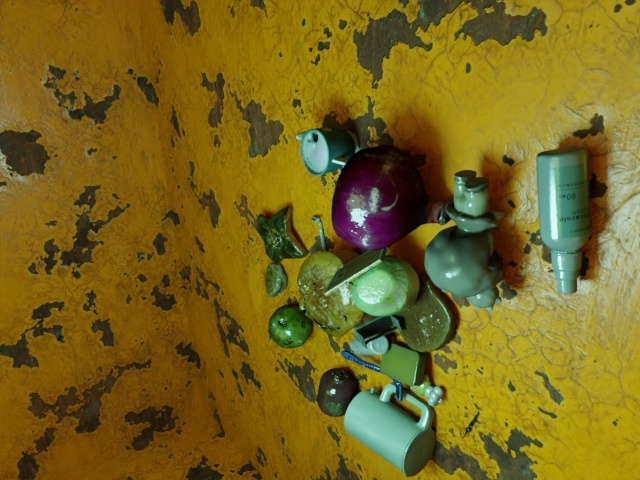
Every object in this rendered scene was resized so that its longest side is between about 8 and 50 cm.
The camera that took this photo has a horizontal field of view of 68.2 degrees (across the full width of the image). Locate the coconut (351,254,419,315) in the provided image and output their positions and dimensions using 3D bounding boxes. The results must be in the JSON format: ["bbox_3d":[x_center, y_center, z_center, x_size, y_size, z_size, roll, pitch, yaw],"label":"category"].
[{"bbox_3d":[0.221,0.153,1.589,0.205,0.236,0.235,13,119,24],"label":"coconut"}]

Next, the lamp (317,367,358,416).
[{"bbox_3d":[0.079,0.681,2.128,0.180,0.180,0.257,38,132,37],"label":"lamp"}]

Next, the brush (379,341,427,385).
[{"bbox_3d":[0.305,0.456,1.752,0.197,0.059,0.123,5,79,59],"label":"brush"}]

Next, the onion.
[{"bbox_3d":[0.226,-0.122,1.462,0.386,0.347,0.347,12,122,10],"label":"onion"}]

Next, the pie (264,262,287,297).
[{"bbox_3d":[-0.232,0.196,2.388,0.193,0.079,0.163,-46,60,52],"label":"pie"}]

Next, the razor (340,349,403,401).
[{"bbox_3d":[0.210,0.518,1.900,0.324,0.056,0.093,26,133,41],"label":"razor"}]

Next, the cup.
[{"bbox_3d":[0.043,-0.327,1.685,0.300,0.173,0.167,40,136,36],"label":"cup"}]

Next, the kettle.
[{"bbox_3d":[0.287,0.731,1.876,0.318,0.265,0.205,20,153,48],"label":"kettle"}]

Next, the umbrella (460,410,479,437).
[{"bbox_3d":[0.521,0.640,1.637,0.022,0.022,0.148,49,135,35],"label":"umbrella"}]

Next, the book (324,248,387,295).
[{"bbox_3d":[0.125,0.089,1.600,0.242,0.170,0.018,-34,100,28],"label":"book"}]

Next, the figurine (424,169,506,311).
[{"bbox_3d":[0.409,0.002,1.325,0.248,0.203,0.380,27,125,49],"label":"figurine"}]

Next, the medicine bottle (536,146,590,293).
[{"bbox_3d":[0.589,-0.042,1.141,0.110,0.110,0.351,8,112,52],"label":"medicine bottle"}]

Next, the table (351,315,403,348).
[{"bbox_3d":[0.201,0.325,1.755,0.175,0.146,0.062,-155,42,-74],"label":"table"}]

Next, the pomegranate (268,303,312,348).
[{"bbox_3d":[-0.141,0.423,2.303,0.214,0.214,0.248,54,179,22],"label":"pomegranate"}]

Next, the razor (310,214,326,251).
[{"bbox_3d":[0.007,-0.002,2.016,0.084,0.036,0.211,-143,35,-72],"label":"razor"}]

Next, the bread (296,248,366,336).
[{"bbox_3d":[0.067,0.201,1.884,0.358,0.204,0.336,-43,68,49],"label":"bread"}]

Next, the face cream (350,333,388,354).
[{"bbox_3d":[0.185,0.419,1.891,0.081,0.082,0.269,66,160,6],"label":"face cream"}]

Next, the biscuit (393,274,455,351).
[{"bbox_3d":[0.354,0.260,1.654,0.257,0.049,0.273,59,142,20],"label":"biscuit"}]

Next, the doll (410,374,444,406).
[{"bbox_3d":[0.383,0.538,1.736,0.162,0.062,0.106,39,133,39],"label":"doll"}]

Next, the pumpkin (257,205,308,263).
[{"bbox_3d":[-0.195,-0.023,2.217,0.290,0.095,0.258,-14,91,51],"label":"pumpkin"}]
